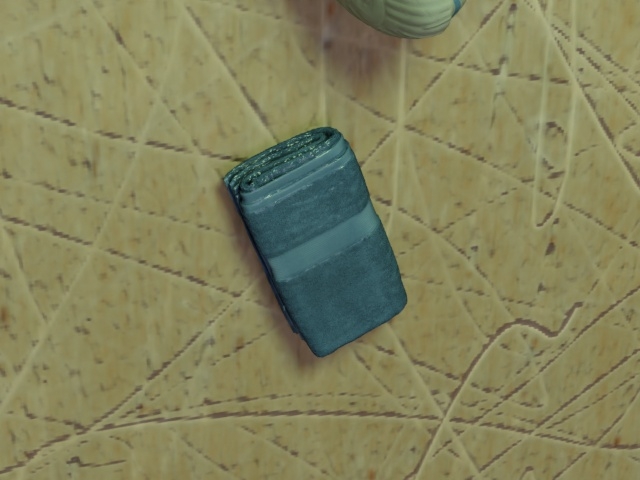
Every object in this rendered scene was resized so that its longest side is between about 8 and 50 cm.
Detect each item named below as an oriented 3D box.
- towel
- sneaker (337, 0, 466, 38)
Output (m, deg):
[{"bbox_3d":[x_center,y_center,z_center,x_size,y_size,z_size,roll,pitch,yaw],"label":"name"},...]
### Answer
[{"bbox_3d":[0.000,0.000,0.844,0.067,0.029,0.119,-27,124,-5],"label":"towel"},{"bbox_3d":[-0.019,-0.184,0.712,0.237,0.085,0.086,38,60,-26],"label":"sneaker"}]
